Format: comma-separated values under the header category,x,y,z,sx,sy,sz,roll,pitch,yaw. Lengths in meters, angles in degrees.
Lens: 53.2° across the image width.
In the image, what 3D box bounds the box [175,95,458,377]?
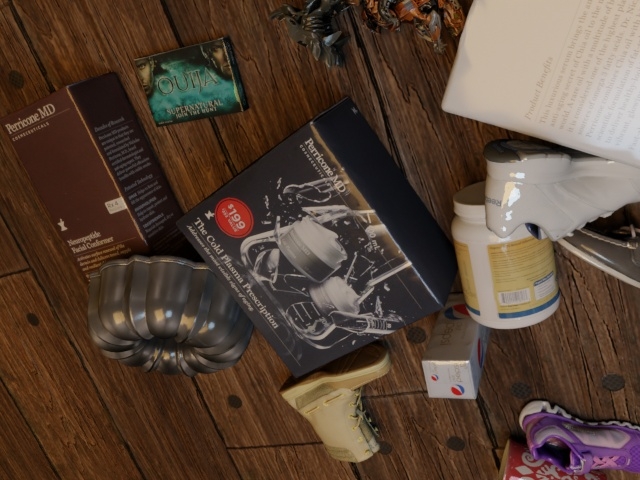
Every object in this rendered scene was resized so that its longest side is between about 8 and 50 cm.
category,x,y,z,sx,sy,sz,roll,pitch,yaw
box,0.000,0.000,1.059,0.313,0.179,0.343,-32,100,30

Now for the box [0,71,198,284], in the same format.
category,x,y,z,sx,sy,sz,roll,pitch,yaw
box,-0.406,-0.097,1.203,0.191,0.143,0.381,-15,106,28

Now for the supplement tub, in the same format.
category,x,y,z,sx,sy,sz,roll,pitch,yaw
supplement tub,0.280,0.017,0.972,0.144,0.144,0.199,-6,111,24

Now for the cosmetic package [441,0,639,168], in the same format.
category,x,y,z,sx,sy,sz,roll,pitch,yaw
cosmetic package,0.410,-0.221,0.795,0.453,0.161,0.230,20,120,12

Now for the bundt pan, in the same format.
category,x,y,z,sx,sy,sz,roll,pitch,yaw
bundt pan,-0.276,0.159,1.182,0.331,0.124,0.330,2,148,1

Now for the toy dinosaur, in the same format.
category,x,y,z,sx,sy,sz,roll,pitch,yaw
toy dinosaur,0.048,-0.366,0.911,0.322,0.164,0.218,44,109,19

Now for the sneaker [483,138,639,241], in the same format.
category,x,y,z,sx,sy,sz,roll,pitch,yaw
sneaker,0.337,-0.067,0.867,0.297,0.111,0.129,-1,111,-21

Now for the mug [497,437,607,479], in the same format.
category,x,y,z,sx,sy,sz,roll,pitch,yaw
mug,0.413,0.433,1.151,0.169,0.150,0.113,13,87,16

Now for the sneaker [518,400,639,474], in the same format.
category,x,y,z,sx,sy,sz,roll,pitch,yaw
sneaker,0.458,0.359,1.089,0.237,0.104,0.095,12,117,15

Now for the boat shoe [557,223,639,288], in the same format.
category,x,y,z,sx,sy,sz,roll,pitch,yaw
boat shoe,0.497,0.034,0.914,0.335,0.112,0.095,26,104,-4

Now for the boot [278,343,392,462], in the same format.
category,x,y,z,sx,sy,sz,roll,pitch,yaw
boot,0.068,0.320,1.233,0.262,0.095,0.203,-29,100,32

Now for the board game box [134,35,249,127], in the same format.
category,x,y,z,sx,sy,sz,roll,pitch,yaw
board game box,-0.225,-0.273,1.109,0.186,0.026,0.126,-5,112,24

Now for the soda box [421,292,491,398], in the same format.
category,x,y,z,sx,sy,sz,roll,pitch,yaw
soda box,0.223,0.161,1.022,0.074,0.216,0.069,-5,111,24
